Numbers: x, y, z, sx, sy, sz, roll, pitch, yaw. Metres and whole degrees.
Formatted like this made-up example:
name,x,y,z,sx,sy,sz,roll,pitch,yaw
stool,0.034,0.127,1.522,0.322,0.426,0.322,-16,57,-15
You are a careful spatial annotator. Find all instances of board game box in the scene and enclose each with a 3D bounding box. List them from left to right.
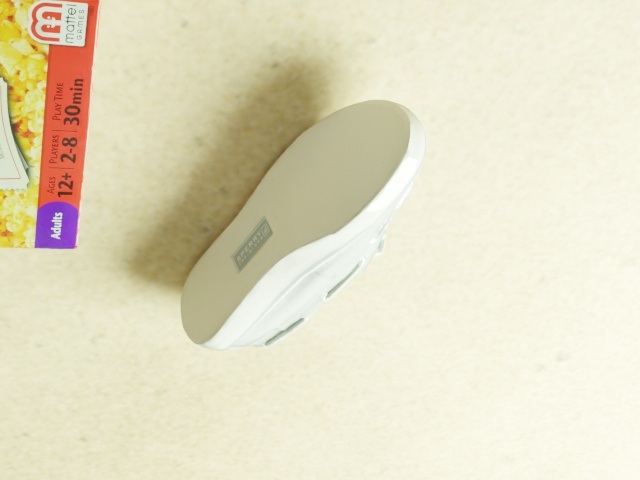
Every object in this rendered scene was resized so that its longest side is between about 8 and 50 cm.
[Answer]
name,x,y,z,sx,sy,sz,roll,pitch,yaw
board game box,-0.200,-0.065,0.520,0.193,0.045,0.147,2,132,-15

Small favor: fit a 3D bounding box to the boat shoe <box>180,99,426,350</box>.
name,x,y,z,sx,sy,sz,roll,pitch,yaw
boat shoe,0.000,0.000,0.622,0.063,0.066,0.184,13,128,-42
